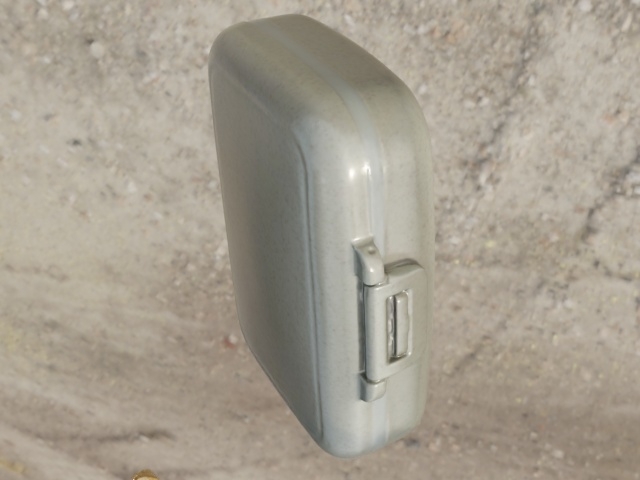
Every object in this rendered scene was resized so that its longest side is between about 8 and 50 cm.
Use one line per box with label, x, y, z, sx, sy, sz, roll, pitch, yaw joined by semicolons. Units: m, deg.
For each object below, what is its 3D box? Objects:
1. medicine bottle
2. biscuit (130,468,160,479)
medicine bottle;0.000;0.000;0.873;0.282;0.123;0.375;48;148;48
biscuit;-0.268;0.430;1.334;0.162;0.250;0.035;5;-161;-42
